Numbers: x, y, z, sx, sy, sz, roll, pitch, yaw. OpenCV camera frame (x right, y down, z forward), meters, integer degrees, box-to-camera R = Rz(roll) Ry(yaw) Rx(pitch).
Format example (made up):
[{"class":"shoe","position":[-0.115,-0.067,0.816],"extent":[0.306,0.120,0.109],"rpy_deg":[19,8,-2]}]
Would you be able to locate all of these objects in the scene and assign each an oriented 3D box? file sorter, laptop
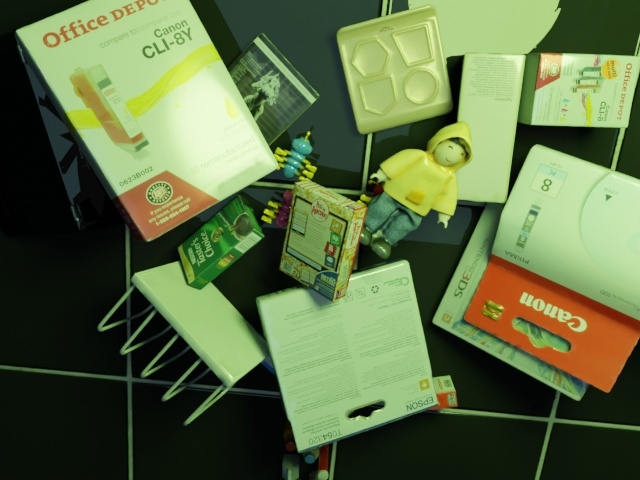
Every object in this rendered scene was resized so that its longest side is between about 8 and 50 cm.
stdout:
[{"class":"file sorter","position":[-0.277,0.206,1.133],"extent":[0.277,0.193,0.173],"rpy_deg":[45,108,8]},{"class":"laptop","position":[-0.502,-0.226,1.136],"extent":[0.408,0.236,0.381],"rpy_deg":[-18,108,-22]}]

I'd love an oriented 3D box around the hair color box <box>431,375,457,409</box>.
[{"class":"hair color box","position":[0.232,0.349,1.254],"extent":[0.141,0.072,0.043],"rpy_deg":[-9,106,5]}]

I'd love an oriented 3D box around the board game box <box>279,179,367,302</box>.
[{"class":"board game box","position":[0.000,0.000,1.062],"extent":[0.147,0.045,0.193],"rpy_deg":[29,120,30]}]

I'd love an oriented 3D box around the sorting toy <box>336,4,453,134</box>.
[{"class":"sorting toy","position":[0.145,-0.328,1.075],"extent":[0.193,0.038,0.208],"rpy_deg":[-13,110,6]}]

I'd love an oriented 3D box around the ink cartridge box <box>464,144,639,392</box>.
[{"class":"ink cartridge box","position":[0.466,0.055,1.022],"extent":[0.308,0.091,0.384],"rpy_deg":[27,106,25]}]

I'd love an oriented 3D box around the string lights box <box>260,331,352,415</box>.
[{"class":"string lights box","position":[-0.014,0.282,1.240],"extent":[0.133,0.076,0.260],"rpy_deg":[-43,101,14]}]

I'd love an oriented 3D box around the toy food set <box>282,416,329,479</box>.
[{"class":"toy food set","position":[-0.036,0.536,1.302],"extent":[0.111,0.104,0.232],"rpy_deg":[2,107,1]}]

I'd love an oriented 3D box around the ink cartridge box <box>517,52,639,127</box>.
[{"class":"ink cartridge box","position":[0.467,-0.279,1.027],"extent":[0.176,0.127,0.128],"rpy_deg":[2,106,1]}]

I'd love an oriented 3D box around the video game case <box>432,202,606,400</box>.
[{"class":"video game case","position":[0.433,0.116,1.122],"extent":[0.329,0.036,0.299],"rpy_deg":[27,108,22]}]

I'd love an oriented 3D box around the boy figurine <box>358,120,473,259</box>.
[{"class":"boy figurine","position":[0.187,-0.094,1.036],"extent":[0.177,0.092,0.285],"rpy_deg":[39,111,-10]}]

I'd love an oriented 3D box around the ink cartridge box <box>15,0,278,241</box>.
[{"class":"ink cartridge box","position":[-0.298,-0.229,0.982],"extent":[0.279,0.160,0.384],"rpy_deg":[-33,104,-18]}]

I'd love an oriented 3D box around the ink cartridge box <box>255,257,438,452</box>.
[{"class":"ink cartridge box","position":[0.060,0.235,1.163],"extent":[0.325,0.071,0.329],"rpy_deg":[-14,98,-12]}]

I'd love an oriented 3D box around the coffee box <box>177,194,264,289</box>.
[{"class":"coffee box","position":[-0.210,0.004,1.147],"extent":[0.184,0.113,0.040],"rpy_deg":[-38,141,13]}]

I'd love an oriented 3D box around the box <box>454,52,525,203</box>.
[{"class":"box","position":[0.315,-0.216,1.063],"extent":[0.113,0.094,0.274],"rpy_deg":[7,108,10]}]

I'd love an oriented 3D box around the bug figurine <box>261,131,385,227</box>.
[{"class":"bug figurine","position":[0.009,-0.082,1.132],"extent":[0.279,0.072,0.216],"rpy_deg":[29,112,-11]}]

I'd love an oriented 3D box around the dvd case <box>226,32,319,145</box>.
[{"class":"dvd case","position":[-0.137,-0.273,1.108],"extent":[0.221,0.018,0.164],"rpy_deg":[-42,100,14]}]
